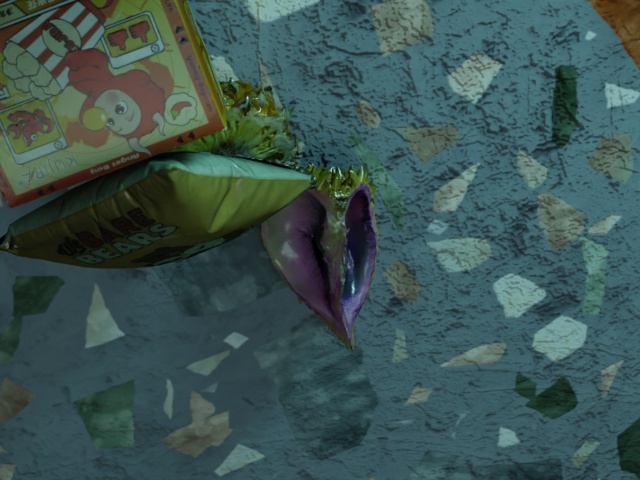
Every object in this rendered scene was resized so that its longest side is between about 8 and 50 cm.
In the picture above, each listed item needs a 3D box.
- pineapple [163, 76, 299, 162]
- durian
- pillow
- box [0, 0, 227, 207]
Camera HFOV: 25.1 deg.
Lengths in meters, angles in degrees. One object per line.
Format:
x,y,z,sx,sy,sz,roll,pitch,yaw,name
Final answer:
-0.140,-0.163,1.933,0.233,0.079,0.135,-9,131,-12,pineapple
-0.004,-0.010,2.036,0.186,0.154,0.260,16,127,4,durian
-0.210,-0.037,1.859,0.310,0.119,0.312,-18,168,34,pillow
-0.287,-0.217,1.740,0.283,0.214,0.259,-21,108,1,box
